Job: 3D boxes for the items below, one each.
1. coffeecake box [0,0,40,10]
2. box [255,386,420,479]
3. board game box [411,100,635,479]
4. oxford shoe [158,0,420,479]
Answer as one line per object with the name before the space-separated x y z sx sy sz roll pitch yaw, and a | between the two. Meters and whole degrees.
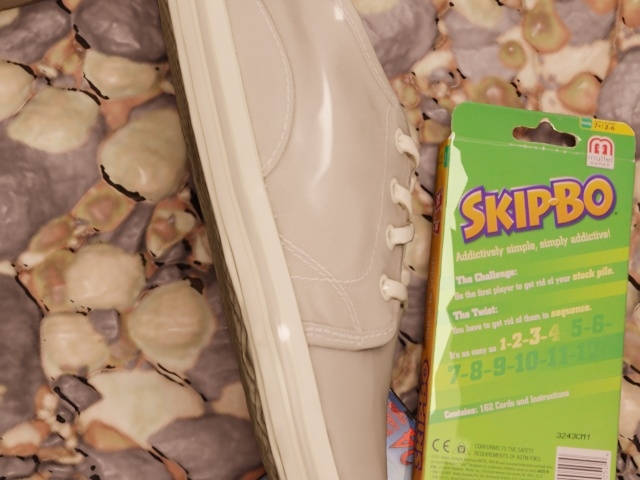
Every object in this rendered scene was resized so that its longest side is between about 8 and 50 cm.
coffeecake box | -0.213 -0.229 0.759 0.068 0.142 0.186 -16 94 -2
box | 0.051 0.228 0.847 0.159 0.044 0.233 -39 94 -1
board game box | 0.126 0.049 0.824 0.124 0.039 0.260 7 85 -11
oxford shoe | 0.000 0.000 0.758 0.130 0.169 0.450 -10 80 -9
